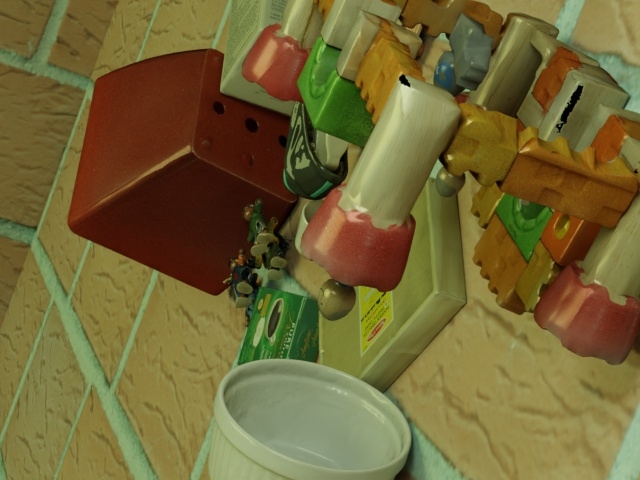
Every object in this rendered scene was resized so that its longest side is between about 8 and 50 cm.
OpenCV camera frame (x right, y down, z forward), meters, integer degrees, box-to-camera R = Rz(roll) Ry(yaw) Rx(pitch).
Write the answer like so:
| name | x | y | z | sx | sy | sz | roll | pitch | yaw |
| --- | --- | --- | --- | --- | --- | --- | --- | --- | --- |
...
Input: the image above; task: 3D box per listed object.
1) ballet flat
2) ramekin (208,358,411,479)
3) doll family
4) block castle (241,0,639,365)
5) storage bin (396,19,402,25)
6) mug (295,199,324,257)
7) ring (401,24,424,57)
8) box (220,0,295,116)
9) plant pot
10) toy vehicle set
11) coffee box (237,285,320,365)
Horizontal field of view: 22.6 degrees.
| name | x | y | z | sx | sy | sz | roll | pitch | yaw |
| --- | --- | --- | --- | --- | --- | --- | --- | --- | --- |
| ballet flat | 0.014 | -0.188 | 1.995 | 0.096 | 0.095 | 0.280 | -15 | 69 | 55 |
| ramekin | -0.018 | 0.221 | 1.652 | 0.207 | 0.207 | 0.109 | -113 | 35 | -61 |
| doll family | -0.089 | 0.035 | 2.169 | 0.193 | 0.076 | 0.111 | -66 | 25 | 23 |
| block castle | 0.108 | -0.075 | 1.418 | 0.453 | 0.303 | 0.212 | -111 | 42 | -61 |
| storage bin | 0.068 | -0.411 | 1.977 | 0.260 | 0.123 | 0.262 | -58 | 24 | 33 |
| mug | -0.003 | -0.003 | 1.999 | 0.078 | 0.062 | 0.064 | -83 | 14 | -45 |
| ring | 0.080 | -0.293 | 2.068 | 0.336 | 0.032 | 0.336 | -53 | 26 | 41 |
| box | -0.044 | -0.309 | 2.179 | 0.148 | 0.127 | 0.232 | 130 | 151 | -50 |
| plant pot | -0.165 | -0.117 | 2.260 | 0.236 | 0.267 | 0.267 | -28 | 46 | 45 |
| toy vehicle set | 0.073 | 0.073 | 1.767 | 0.267 | 0.035 | 0.166 | -52 | 28 | 43 |
| coffee box | -0.048 | 0.121 | 2.034 | 0.184 | 0.040 | 0.113 | 4 | 77 | 70 |
